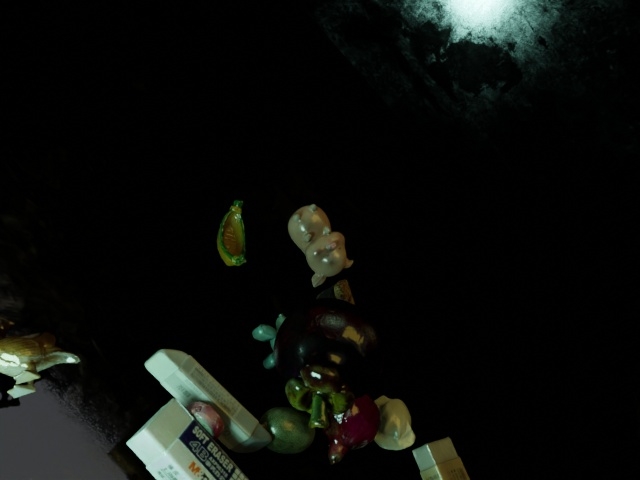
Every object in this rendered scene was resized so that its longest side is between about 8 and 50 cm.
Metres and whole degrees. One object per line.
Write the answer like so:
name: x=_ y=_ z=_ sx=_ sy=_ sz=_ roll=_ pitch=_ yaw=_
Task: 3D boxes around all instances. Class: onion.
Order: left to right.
onion: x=0.071 y=0.509 z=1.745 sx=0.195 sy=0.139 sz=0.218 roll=46 pitch=38 yaw=-21

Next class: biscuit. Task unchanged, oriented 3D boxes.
biscuit: x=0.089 y=0.223 z=2.017 sx=0.064 sy=0.034 sz=0.199 roll=-39 pitch=115 yaw=-58

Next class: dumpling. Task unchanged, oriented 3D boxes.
dumpling: x=0.209 y=0.544 z=1.911 sx=0.150 sy=0.092 sz=0.177 roll=4 pitch=60 yaw=-31

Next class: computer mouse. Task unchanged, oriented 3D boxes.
computer mouse: x=0.024 y=0.211 z=2.005 sx=0.106 sy=0.062 sz=0.192 roll=66 pitch=33 yaw=-19

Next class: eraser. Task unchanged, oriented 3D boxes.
eraser: x=-0.275 y=0.494 z=1.385 sx=0.287 sy=0.086 sz=0.130 roll=50 pitch=33 yaw=-3
eraser: x=-0.261 y=0.382 z=1.501 sx=0.352 sy=0.089 sz=0.061 roll=46 pitch=31 yaw=-8
eraser: x=0.403 y=0.781 z=1.925 sx=0.144 sy=0.078 sz=0.344 roll=7 pitch=54 yaw=-47

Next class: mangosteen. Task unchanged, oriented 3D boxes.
mangosteen: x=0.016 y=0.293 z=1.633 sx=0.297 sy=0.296 sz=0.313 roll=55 pitch=16 yaw=5

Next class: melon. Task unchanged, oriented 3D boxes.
melon: x=-0.088 y=0.477 z=1.595 sx=0.167 sy=0.114 sz=0.114 roll=24 pitch=43 yaw=-39

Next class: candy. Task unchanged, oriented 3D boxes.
candy: x=-0.270 y=0.416 z=1.447 sx=0.103 sy=0.103 sz=0.043 roll=47 pitch=39 yaw=-7

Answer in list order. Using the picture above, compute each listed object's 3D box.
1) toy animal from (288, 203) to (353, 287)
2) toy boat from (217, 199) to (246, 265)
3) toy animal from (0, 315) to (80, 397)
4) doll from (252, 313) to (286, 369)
toy animal: x=-0.009 y=0.006 z=2.081 sx=0.250 sy=0.166 sz=0.154 roll=61 pitch=-9 yaw=3
toy boat: x=-0.254 y=-0.014 z=1.867 sx=0.088 sy=0.088 sz=0.230 roll=21 pitch=46 yaw=-36
toy animal: x=-0.588 y=0.218 z=1.281 sx=0.188 sy=0.089 sz=0.179 roll=4 pitch=41 yaw=-41
doll: x=-0.113 y=0.279 z=1.793 sx=0.158 sy=0.059 sz=0.160 roll=7 pitch=53 yaw=-44
